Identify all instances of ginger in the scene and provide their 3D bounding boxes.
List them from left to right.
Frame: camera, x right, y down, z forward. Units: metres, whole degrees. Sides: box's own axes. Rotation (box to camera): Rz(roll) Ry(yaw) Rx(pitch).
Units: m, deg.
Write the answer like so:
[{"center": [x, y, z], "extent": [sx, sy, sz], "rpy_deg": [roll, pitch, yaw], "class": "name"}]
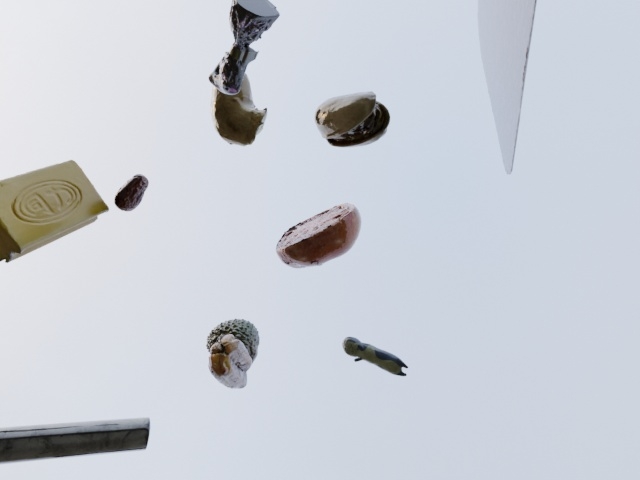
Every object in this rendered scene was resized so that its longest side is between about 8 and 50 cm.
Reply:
[{"center": [-0.237, -0.373, 1.193], "extent": [0.152, 0.138, 0.267], "rpy_deg": [-22, -101, -5], "class": "ginger"}]

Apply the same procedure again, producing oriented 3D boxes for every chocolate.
[{"center": [-0.108, -0.258, 0.583], "extent": [0.070, 0.072, 0.147], "rpy_deg": [12, -34, -18], "class": "chocolate"}]

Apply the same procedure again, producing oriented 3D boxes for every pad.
[{"center": [0.119, -0.173, 0.285], "extent": [0.002, 0.266, 0.176], "rpy_deg": [-8, -114, 17], "class": "pad"}]

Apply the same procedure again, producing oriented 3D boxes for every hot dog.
[{"center": [-0.122, 0.167, 0.583], "extent": [0.038, 0.144, 0.062], "rpy_deg": [10, -116, 6], "class": "hot dog"}]

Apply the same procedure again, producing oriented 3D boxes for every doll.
[{"center": [0.091, 0.199, 0.734], "extent": [0.125, 0.027, 0.037], "rpy_deg": [18, -64, 29], "class": "doll"}]

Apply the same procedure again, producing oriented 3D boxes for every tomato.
[{"center": [0.000, 0.000, 1.034], "extent": [0.237, 0.237, 0.095], "rpy_deg": [-22, -76, 20], "class": "tomato"}]

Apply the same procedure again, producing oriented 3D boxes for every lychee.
[{"center": [-0.274, 0.318, 1.333], "extent": [0.171, 0.171, 0.171], "rpy_deg": [3, -78, 16], "class": "lychee"}]

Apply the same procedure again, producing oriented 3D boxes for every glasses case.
[{"center": [-0.474, 0.365, 0.777], "extent": [0.114, 0.299, 0.060], "rpy_deg": [-46, -136, 52], "class": "glasses case"}]

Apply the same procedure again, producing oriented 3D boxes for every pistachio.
[{"center": [0.073, -0.288, 1.011], "extent": [0.206, 0.130, 0.131], "rpy_deg": [6, -105, 50], "class": "pistachio"}]

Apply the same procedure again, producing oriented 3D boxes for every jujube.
[{"center": [-0.586, -0.149, 1.331], "extent": [0.077, 0.077, 0.129], "rpy_deg": [37, -90, 6], "class": "jujube"}]

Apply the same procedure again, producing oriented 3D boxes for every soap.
[{"center": [-0.789, -0.097, 1.204], "extent": [0.096, 0.324, 0.204], "rpy_deg": [-25, -75, 27], "class": "soap"}]
